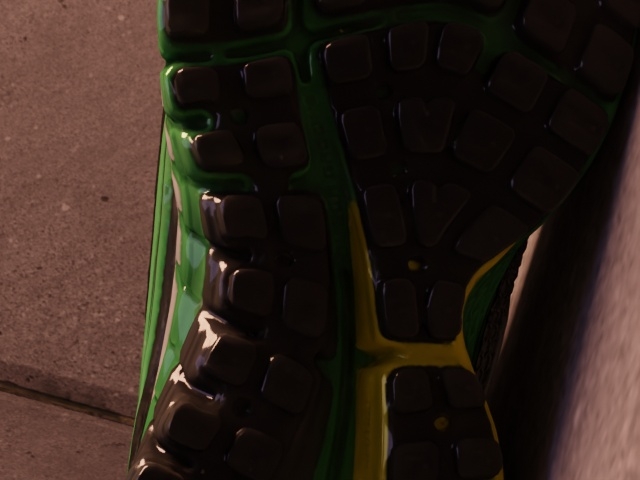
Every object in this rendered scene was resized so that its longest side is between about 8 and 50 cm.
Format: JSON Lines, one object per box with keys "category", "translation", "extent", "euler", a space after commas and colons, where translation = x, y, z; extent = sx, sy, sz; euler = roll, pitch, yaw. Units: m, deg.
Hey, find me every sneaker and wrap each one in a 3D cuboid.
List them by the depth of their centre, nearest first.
{"category": "sneaker", "translation": [0.000, 0.000, 0.574], "extent": [0.146, 0.134, 0.344], "euler": [134, 150, -80]}
